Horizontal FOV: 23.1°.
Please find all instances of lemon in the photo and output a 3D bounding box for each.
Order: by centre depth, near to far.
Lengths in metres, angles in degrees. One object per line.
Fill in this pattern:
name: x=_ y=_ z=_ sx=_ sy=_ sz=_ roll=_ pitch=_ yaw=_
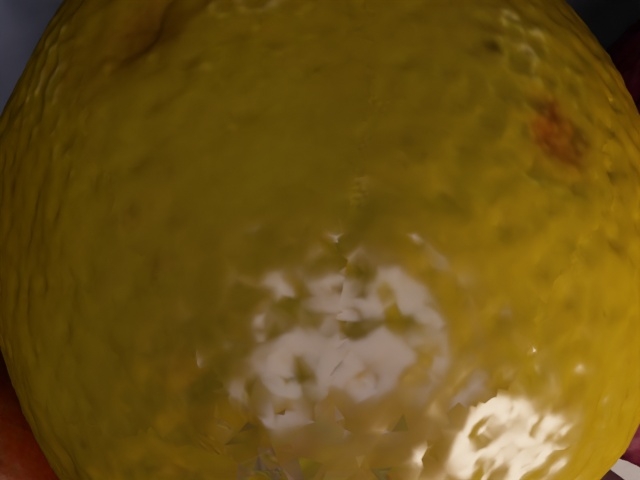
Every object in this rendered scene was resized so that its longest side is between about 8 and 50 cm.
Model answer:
lemon: x=0.003 y=0.005 z=0.523 sx=0.228 sy=0.253 sz=0.228 roll=-12 pitch=130 yaw=-15

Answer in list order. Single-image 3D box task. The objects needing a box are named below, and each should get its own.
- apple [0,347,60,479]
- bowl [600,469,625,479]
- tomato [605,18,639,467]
apple: x=-0.162 y=0.105 z=0.576 sx=0.158 sy=0.156 sz=0.147 roll=51 pitch=54 yaw=-46
bowl: x=0.045 y=0.152 z=0.691 sx=0.346 sy=0.345 sz=0.157 roll=8 pitch=80 yaw=-16
tomato: x=0.227 y=-0.014 z=0.673 sx=0.290 sy=0.176 sz=0.335 roll=-19 pitch=134 yaw=38
